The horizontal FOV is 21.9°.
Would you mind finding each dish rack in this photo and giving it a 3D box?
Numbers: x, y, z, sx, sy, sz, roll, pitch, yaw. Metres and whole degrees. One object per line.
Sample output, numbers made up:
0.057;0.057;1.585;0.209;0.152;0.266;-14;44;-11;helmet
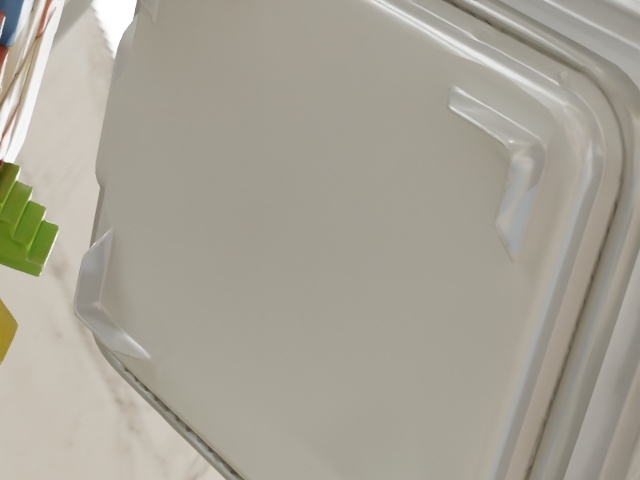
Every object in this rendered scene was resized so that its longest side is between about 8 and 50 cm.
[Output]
0.000;0.000;0.696;0.333;0.072;0.285;37;-57;43;dish rack

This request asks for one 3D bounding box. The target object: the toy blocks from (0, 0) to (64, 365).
-0.230;-0.104;0.992;0.191;0.381;0.261;19;-56;-6;toy blocks
